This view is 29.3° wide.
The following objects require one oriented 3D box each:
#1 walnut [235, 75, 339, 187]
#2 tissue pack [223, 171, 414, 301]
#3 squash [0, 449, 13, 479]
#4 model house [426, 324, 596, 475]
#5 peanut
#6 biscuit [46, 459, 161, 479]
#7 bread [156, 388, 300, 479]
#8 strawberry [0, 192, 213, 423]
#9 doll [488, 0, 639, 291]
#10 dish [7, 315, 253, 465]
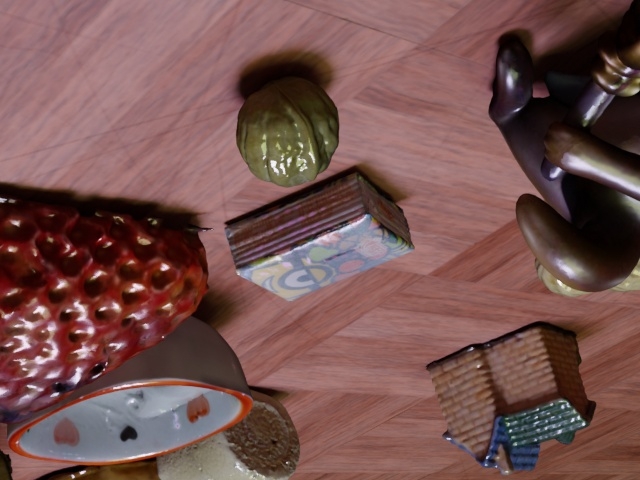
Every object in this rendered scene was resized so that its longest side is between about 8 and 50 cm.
[{"bbox_3d":[-0.025,-0.085,0.955,0.092,0.092,0.092,-11,155,-5],"label":"walnut"},{"bbox_3d":[0.000,0.000,1.168,0.148,0.060,0.108,-22,155,20],"label":"tissue pack"},{"bbox_3d":[-0.564,0.382,1.455,0.384,0.263,0.263,-1,152,-27],"label":"squash"},{"bbox_3d":[0.272,0.227,1.652,0.183,0.172,0.166,-30,149,30],"label":"model house"},{"bbox_3d":[0.324,0.019,1.355,0.187,0.082,0.082,0,152,-27],"label":"peanut"},{"bbox_3d":[-0.320,0.417,1.842,0.296,0.102,0.296,-13,154,-6],"label":"biscuit"},{"bbox_3d":[-0.122,0.275,1.599,0.148,0.134,0.141,27,135,-36],"label":"bread"},{"bbox_3d":[-0.256,0.081,1.109,0.280,0.150,0.253,8,148,-35],"label":"strawberry"},{"bbox_3d":[0.275,-0.120,0.935,0.339,0.209,0.318,-34,180,41],"label":"doll"},{"bbox_3d":[-0.206,0.145,1.299,0.256,0.117,0.256,-11,156,-5],"label":"dish"}]
